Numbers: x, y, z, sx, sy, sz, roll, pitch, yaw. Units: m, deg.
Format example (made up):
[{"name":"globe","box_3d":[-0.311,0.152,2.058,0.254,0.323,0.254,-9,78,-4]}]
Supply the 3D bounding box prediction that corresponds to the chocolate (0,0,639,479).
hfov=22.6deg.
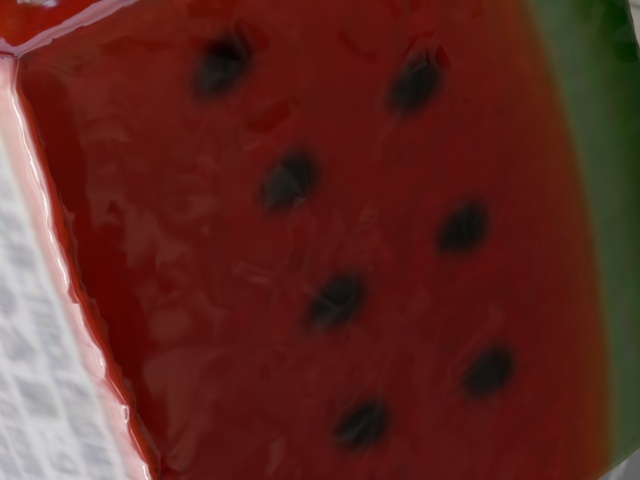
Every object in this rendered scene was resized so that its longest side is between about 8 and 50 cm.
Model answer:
[{"name":"chocolate","box_3d":[0.000,0.000,0.722,0.341,0.161,0.360,-30,-65,-29]}]
